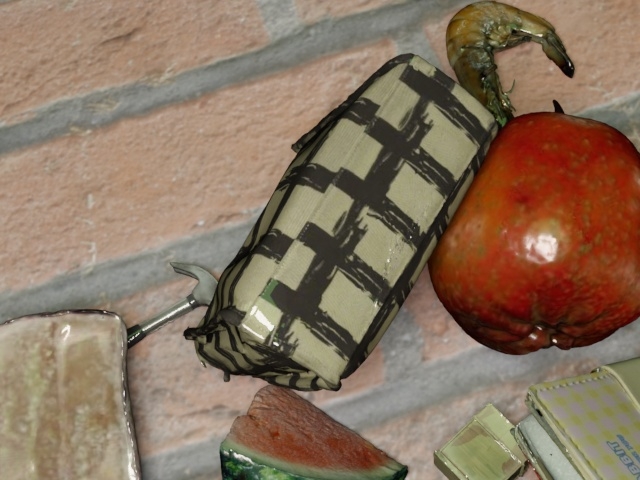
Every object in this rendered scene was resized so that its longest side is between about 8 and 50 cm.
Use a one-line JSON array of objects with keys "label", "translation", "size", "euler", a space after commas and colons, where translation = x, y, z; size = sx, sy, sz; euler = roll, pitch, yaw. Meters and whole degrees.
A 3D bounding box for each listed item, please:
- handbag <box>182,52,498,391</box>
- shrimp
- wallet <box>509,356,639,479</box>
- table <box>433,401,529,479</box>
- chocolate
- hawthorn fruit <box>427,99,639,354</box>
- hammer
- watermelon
[{"label": "handbag", "translation": [0.000, 0.000, 1.106], "size": [0.162, 0.327, 0.325], "euler": [37, 72, -12]}, {"label": "shrimp", "translation": [0.242, -0.219, 1.331], "size": [0.150, 0.051, 0.217], "euler": [-9, 62, -5]}, {"label": "wallet", "translation": [0.361, 0.208, 1.042], "size": [0.309, 0.077, 0.223], "euler": [-9, 44, -31]}, {"label": "table", "translation": [0.177, 0.233, 1.132], "size": [0.083, 0.062, 0.079], "euler": [-41, 68, -11]}, {"label": "chocolate", "translation": [-0.285, 0.233, 1.163], "size": [0.185, 0.100, 0.303], "euler": [-6, 75, 0]}, {"label": "hawthorn fruit", "translation": [0.242, -0.030, 1.147], "size": [0.254, 0.254, 0.300], "euler": [1, 58, 7]}, {"label": "hammer", "translation": [-0.228, 0.111, 1.253], "size": [0.246, 0.029, 0.103], "euler": [-29, 67, -5]}, {"label": "watermelon", "translation": [-0.010, 0.232, 1.128], "size": [0.207, 0.136, 0.202], "euler": [-13, 71, -15]}]
